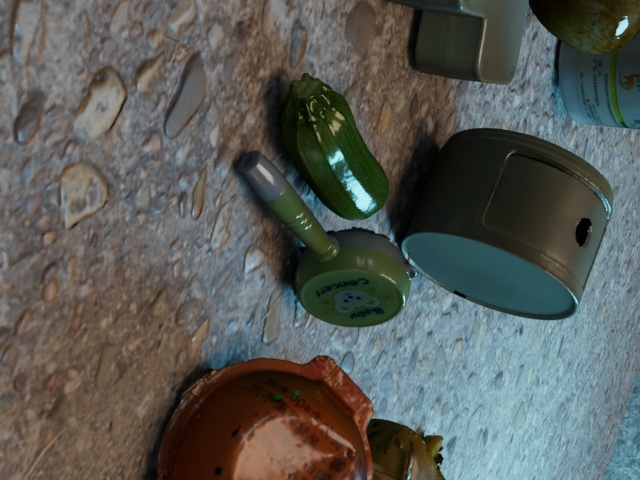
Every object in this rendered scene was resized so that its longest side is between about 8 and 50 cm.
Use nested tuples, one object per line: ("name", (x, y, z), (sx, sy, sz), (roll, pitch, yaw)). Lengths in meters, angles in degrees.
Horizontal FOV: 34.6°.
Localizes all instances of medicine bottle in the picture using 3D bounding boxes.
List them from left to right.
("medicine bottle", (0.536, -0.294, 1.664), (0.238, 0.232, 0.237), (-17, 111, -52))

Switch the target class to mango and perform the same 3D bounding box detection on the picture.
("mango", (0.085, 0.306, 1.236), (0.156, 0.151, 0.248), (-21, 134, -17))

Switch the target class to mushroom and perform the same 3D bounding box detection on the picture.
("mushroom", (0.351, -0.375, 1.334), (0.283, 0.195, 0.263), (47, 26, -63))

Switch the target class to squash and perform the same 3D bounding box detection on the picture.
("squash", (0.014, -0.080, 0.989), (0.077, 0.068, 0.219), (-54, 149, -14))

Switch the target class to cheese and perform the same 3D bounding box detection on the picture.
("cheese", (-0.076, 0.240, 0.909), (0.217, 0.129, 0.329), (46, 68, -10))

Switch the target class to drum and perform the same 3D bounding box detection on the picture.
("drum", (-0.015, 0.007, 0.998), (0.253, 0.130, 0.049), (35, 45, -33))

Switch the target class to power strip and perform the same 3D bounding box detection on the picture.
("power strip", (0.185, -0.291, 1.138), (0.261, 0.141, 0.229), (-13, 114, -63))

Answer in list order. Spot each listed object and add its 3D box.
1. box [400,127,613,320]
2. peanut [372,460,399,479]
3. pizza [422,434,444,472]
("box", (0.228, -0.018, 1.257), (0.149, 0.226, 0.226), (-66, 152, -16))
("peanut", (0.075, 0.373, 1.061), (0.192, 0.387, 0.169), (-35, 178, 13))
("pizza", (0.147, 0.393, 1.507), (0.201, 0.053, 0.193), (-61, 150, -26))
